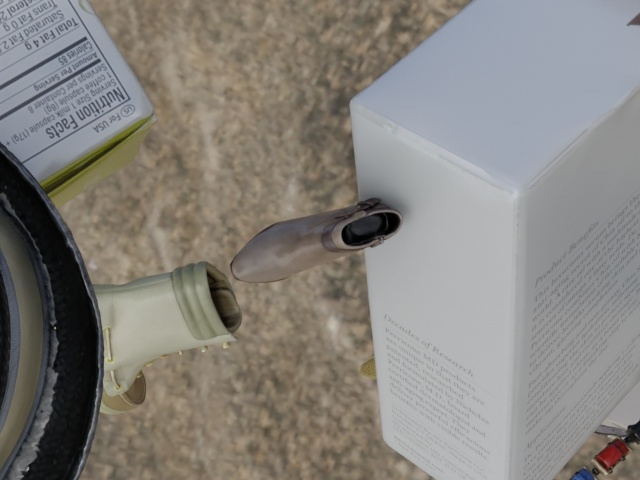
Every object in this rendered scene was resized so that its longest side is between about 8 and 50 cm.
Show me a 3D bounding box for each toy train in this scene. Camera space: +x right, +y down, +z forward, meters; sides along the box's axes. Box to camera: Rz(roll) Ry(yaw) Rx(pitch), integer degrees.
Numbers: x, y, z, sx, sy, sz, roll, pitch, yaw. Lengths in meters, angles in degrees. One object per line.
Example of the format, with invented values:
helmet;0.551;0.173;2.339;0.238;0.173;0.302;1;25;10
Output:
toy train;0.323;0.242;1.354;0.158;0.036;0.027;-37;74;-15

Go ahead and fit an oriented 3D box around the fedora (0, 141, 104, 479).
fedora;-0.280;0.075;0.594;0.333;0.152;0.334;0;90;9

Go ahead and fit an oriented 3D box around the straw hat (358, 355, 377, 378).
straw hat;0.113;0.122;1.499;0.144;0.144;0.061;-29;61;41

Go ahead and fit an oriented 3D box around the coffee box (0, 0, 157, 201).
coffee box;-0.354;-0.123;0.896;0.338;0.334;0.337;-33;5;-10

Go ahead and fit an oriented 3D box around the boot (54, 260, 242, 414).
boot;-0.153;0.094;1.152;0.165;0.213;0.077;-13;58;3

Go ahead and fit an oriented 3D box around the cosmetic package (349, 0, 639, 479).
cosmetic package;0.169;0.020;1.035;0.161;0.453;0.230;33;59;30

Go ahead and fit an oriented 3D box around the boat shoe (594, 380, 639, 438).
boat shoe;0.462;0.223;1.723;0.340;0.158;0.127;-10;67;66

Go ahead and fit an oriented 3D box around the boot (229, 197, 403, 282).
boot;0.000;0.000;0.886;0.087;0.118;0.042;-5;109;66
